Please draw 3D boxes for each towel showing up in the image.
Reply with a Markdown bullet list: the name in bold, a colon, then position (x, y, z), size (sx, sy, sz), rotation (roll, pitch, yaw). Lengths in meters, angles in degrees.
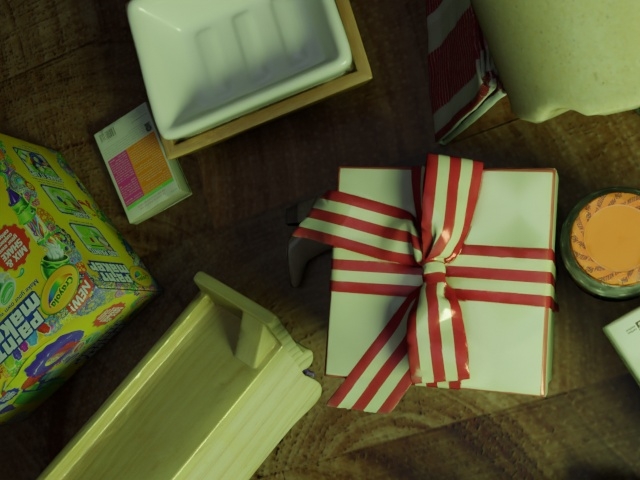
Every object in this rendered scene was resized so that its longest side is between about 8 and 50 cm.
- **towel**: position (0.153, -0.296, 0.973), size (0.037, 0.237, 0.328), rotation (-2, 84, -6)

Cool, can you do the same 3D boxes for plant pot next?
- **plant pot**: position (0.241, -0.276, 0.731), size (0.334, 0.334, 0.305), rotation (-13, 103, 16)

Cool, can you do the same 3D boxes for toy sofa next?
- **toy sofa**: position (-0.176, 0.234, 1.017), size (0.150, 0.177, 0.362), rotation (26, 68, 38)

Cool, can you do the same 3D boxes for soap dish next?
- **soap dish**: position (-0.092, -0.254, 1.102), size (0.291, 0.118, 0.228), rotation (-20, 79, 14)

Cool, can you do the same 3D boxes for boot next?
- **boot**: position (0.000, 0.000, 1.090), size (0.087, 0.042, 0.118), rotation (-3, 90, 9)

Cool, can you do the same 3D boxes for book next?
- **book**: position (-0.252, -0.107, 1.183), size (0.096, 0.035, 0.144), rotation (-28, 77, 16)

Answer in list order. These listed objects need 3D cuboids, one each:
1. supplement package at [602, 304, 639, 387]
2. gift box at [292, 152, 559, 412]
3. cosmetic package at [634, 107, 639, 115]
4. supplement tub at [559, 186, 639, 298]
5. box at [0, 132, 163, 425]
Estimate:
- **supplement package**: position (0.444, 0.169, 0.857), size (0.175, 0.177, 0.292), rotation (-33, 76, 11)
- **gift box**: position (0.123, 0.053, 0.929), size (0.277, 0.258, 0.254), rotation (-3, 83, 16)
- **cosmetic package**: position (0.413, -0.171, 0.914), size (0.113, 0.160, 0.309), rotation (-45, 75, 8)
- **supplement tub**: position (0.318, 0.007, 0.907), size (0.117, 0.190, 0.116), rotation (-2, 84, 17)
- **box**: position (-0.428, 0.057, 1.147), size (0.290, 0.177, 0.279), rotation (-43, 75, 9)
